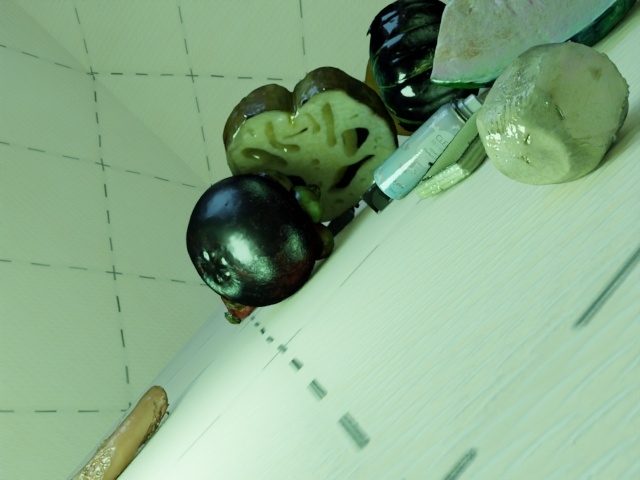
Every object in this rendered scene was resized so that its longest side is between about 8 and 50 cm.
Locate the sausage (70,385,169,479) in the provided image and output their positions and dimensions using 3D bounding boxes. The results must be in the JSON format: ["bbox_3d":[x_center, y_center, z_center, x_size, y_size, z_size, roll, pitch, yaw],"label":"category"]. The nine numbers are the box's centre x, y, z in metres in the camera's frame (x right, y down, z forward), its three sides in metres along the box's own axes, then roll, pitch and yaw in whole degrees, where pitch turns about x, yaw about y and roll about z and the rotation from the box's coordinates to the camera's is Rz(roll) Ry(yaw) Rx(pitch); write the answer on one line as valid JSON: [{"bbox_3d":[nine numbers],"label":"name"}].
[{"bbox_3d":[-0.433,0.448,1.451,0.087,0.079,0.326,-23,22,49],"label":"sausage"}]

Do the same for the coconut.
[{"bbox_3d":[0.193,-0.109,0.552,0.124,0.110,0.110,-56,9,-25],"label":"coconut"}]

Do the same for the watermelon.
[{"bbox_3d":[0.327,-0.344,0.943,0.222,0.292,0.319,22,-108,-65],"label":"watermelon"}]

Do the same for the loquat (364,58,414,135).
[{"bbox_3d":[0.230,-0.400,1.767,0.263,0.263,0.263,-46,5,5],"label":"loquat"}]

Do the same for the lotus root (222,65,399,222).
[{"bbox_3d":[-0.017,-0.197,1.524,0.391,0.374,0.111,-9,39,-1],"label":"lotus root"}]

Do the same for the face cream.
[{"bbox_3d":[0.194,-0.168,1.191,0.229,0.075,0.075,-44,5,31],"label":"face cream"}]

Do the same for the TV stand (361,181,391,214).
[{"bbox_3d":[0.187,-0.158,1.330,0.256,0.049,0.040,-45,6,9],"label":"TV stand"}]

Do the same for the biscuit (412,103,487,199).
[{"bbox_3d":[0.219,-0.143,0.984,0.199,0.040,0.121,-49,9,-28],"label":"biscuit"}]

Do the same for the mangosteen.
[{"bbox_3d":[-0.134,-0.011,1.449,0.300,0.300,0.300,-46,5,5],"label":"mangosteen"}]

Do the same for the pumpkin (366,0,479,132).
[{"bbox_3d":[0.244,-0.386,1.447,0.296,0.296,0.296,-46,5,5],"label":"pumpkin"}]

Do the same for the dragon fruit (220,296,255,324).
[{"bbox_3d":[-0.199,0.098,1.938,0.282,0.147,0.211,-49,5,-13],"label":"dragon fruit"}]

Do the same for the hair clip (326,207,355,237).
[{"bbox_3d":[0.000,0.000,1.680,0.229,0.039,0.070,-46,6,11],"label":"hair clip"}]
